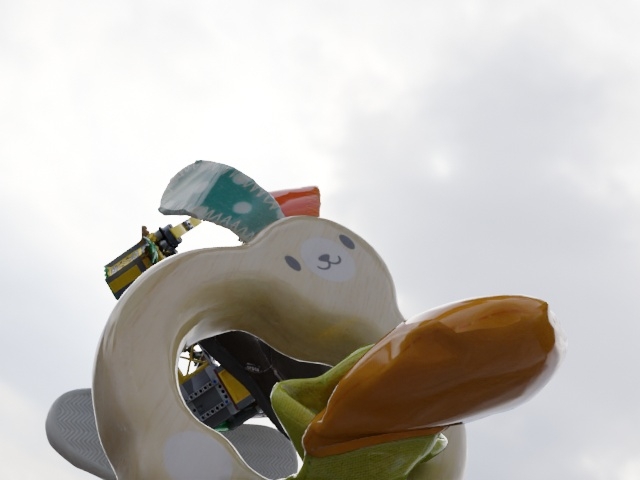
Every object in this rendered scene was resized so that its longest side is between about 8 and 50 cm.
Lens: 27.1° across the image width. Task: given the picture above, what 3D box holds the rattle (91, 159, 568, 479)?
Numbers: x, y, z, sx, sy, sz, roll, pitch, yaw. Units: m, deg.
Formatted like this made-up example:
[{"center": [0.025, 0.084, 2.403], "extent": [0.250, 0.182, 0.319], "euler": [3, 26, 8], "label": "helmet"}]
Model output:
[{"center": [0.000, 0.000, 0.426], "extent": [0.130, 0.199, 0.142], "euler": [8, -48, 0], "label": "rattle"}]

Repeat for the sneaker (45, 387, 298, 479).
[{"center": [-0.191, 0.248, 1.456], "extent": [0.292, 0.108, 0.169], "euler": [19, -35, -30], "label": "sneaker"}]

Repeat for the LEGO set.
[{"center": [-0.058, 0.069, 1.426], "extent": [0.255, 0.192, 0.331], "euler": [60, 11, 21], "label": "LEGO set"}]

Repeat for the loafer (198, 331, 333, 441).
[{"center": [-0.023, 0.105, 1.141], "extent": [0.220, 0.080, 0.078], "euler": [37, -56, 19], "label": "loafer"}]
